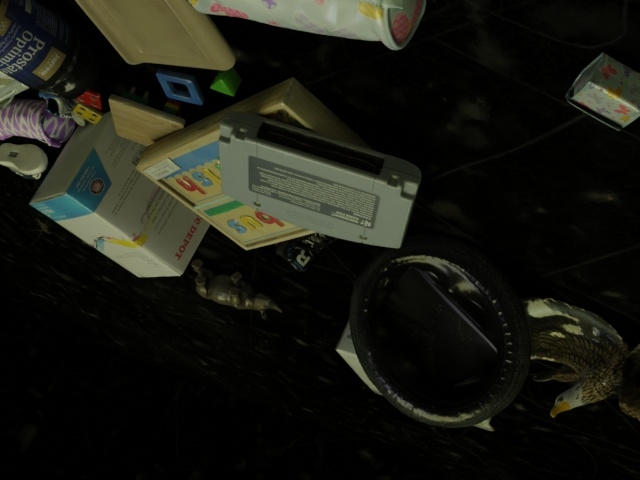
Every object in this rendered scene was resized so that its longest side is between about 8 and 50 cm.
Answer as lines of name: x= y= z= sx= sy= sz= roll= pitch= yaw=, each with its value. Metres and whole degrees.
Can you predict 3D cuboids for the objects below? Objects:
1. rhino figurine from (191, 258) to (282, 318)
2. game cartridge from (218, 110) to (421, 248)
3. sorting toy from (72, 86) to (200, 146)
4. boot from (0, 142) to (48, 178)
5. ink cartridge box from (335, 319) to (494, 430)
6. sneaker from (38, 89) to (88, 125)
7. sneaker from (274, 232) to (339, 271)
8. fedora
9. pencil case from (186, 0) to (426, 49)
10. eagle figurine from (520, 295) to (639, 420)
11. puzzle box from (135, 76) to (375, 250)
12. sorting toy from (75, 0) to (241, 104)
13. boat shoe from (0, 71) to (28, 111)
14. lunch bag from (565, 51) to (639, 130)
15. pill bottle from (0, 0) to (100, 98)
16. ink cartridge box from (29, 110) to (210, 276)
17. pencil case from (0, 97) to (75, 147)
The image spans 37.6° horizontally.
rhino figurine: x=-0.200 y=0.126 z=2.264 sx=0.243 sy=0.073 sz=0.106 roll=19 pitch=154 yaw=14
game cartridge: x=-0.006 y=-0.083 z=1.404 sx=0.297 sy=0.062 sz=0.198 roll=18 pitch=155 yaw=6
sorting toy: x=-0.293 y=-0.209 z=1.604 sx=0.275 sy=0.046 sz=0.132 roll=19 pitch=159 yaw=2
boot: x=-0.649 y=-0.172 z=2.112 sx=0.190 sy=0.069 sz=0.086 roll=18 pitch=166 yaw=42
ink cartridge box: x=0.230 y=0.273 z=2.024 sx=0.310 sy=0.130 sz=0.272 roll=15 pitch=158 yaw=29
sneaker: x=-0.475 y=-0.247 z=1.726 sx=0.052 sy=0.058 sz=0.135 roll=15 pitch=157 yaw=29
sneaker: x=0.000 y=0.000 z=1.660 sx=0.079 sy=0.121 sz=0.217 roll=36 pitch=157 yaw=-26
fedora: x=0.218 y=0.149 z=1.628 sx=0.334 sy=0.334 sz=0.152 roll=18 pitch=-169 yaw=20
pencil case: x=-0.020 y=-0.286 z=1.019 sx=0.273 sy=0.113 sz=0.124 roll=17 pitch=179 yaw=22
eagle figurine: x=0.462 y=0.217 z=1.608 sx=0.298 sy=0.225 sz=0.226 roll=-133 pitch=40 yaw=-55
puzzle box: x=-0.086 y=-0.105 z=1.529 sx=0.272 sy=0.052 sz=0.409 roll=38 pitch=148 yaw=-29
sorting toy: x=-0.230 y=-0.313 z=1.303 sx=0.196 sy=0.047 sz=0.347 roll=8 pitch=153 yaw=31
boat shoe: x=-0.595 y=-0.280 z=1.715 sx=0.103 sy=0.118 sz=0.320 roll=39 pitch=149 yaw=-19
lunch bag: x=0.313 y=-0.157 z=1.024 sx=0.071 sy=0.053 sz=0.083 roll=29 pitch=168 yaw=-2
pill bottle: x=-0.452 y=-0.307 z=1.443 sx=0.123 sy=0.122 sz=0.219 roll=8 pitch=166 yaw=40
ink cartridge box: x=-0.363 y=-0.081 z=1.789 sx=0.270 sy=0.198 sz=0.197 roll=39 pitch=155 yaw=-28
pencil case: x=-0.562 y=-0.231 z=1.822 sx=0.206 sy=0.088 sz=0.086 roll=12 pitch=-170 yaw=40
